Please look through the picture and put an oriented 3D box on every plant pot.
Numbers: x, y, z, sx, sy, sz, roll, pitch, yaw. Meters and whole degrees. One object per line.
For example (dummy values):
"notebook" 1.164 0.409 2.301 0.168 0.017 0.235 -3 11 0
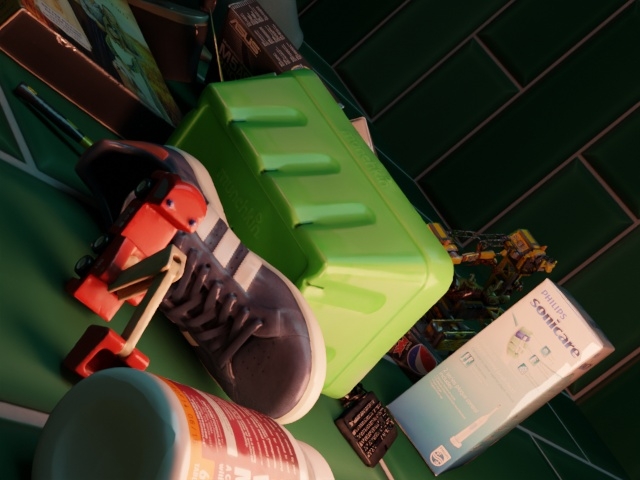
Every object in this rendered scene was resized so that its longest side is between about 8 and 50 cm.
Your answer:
"plant pot" -0.169 -0.490 2.175 0.255 0.271 0.272 61 4 -34

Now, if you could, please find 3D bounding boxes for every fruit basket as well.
"fruit basket" 0.000 0.000 1.296 0.392 0.283 0.392 31 29 -19

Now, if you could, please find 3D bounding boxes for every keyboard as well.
"keyboard" 0.063 0.221 1.323 0.100 0.038 0.192 51 11 6

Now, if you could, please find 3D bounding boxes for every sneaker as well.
"sneaker" -0.132 0.033 1.004 0.350 0.131 0.148 50 17 30
"sneaker" -0.280 -0.336 1.711 0.222 0.118 0.083 26 24 36

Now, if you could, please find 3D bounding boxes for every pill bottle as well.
"pill bottle" -0.083 0.170 0.728 0.221 0.121 0.121 33 20 -53

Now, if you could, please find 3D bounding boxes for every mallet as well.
"mallet" -0.260 -0.111 1.165 0.189 0.039 0.062 44 14 -11

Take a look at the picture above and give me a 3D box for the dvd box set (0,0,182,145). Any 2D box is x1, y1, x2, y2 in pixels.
"dvd box set" -0.343 -0.312 1.402 0.307 0.062 0.420 39 17 -45

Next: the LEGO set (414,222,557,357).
"LEGO set" 0.282 0.112 1.855 0.331 0.255 0.192 10 37 -40

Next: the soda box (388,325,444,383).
"soda box" 0.162 0.197 1.721 0.169 0.053 0.060 49 12 -2

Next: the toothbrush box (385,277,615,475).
"toothbrush box" 0.269 0.199 1.517 0.126 0.295 0.216 54 13 18

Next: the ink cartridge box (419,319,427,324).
"ink cartridge box" 0.160 0.109 2.003 0.207 0.046 0.097 50 13 -2

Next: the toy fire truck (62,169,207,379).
"toy fire truck" -0.153 0.028 0.872 0.047 0.192 0.135 44 -15 -31

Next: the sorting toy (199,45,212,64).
"sorting toy" -0.272 -0.377 1.903 0.132 0.046 0.274 53 12 15

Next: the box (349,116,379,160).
"box" 0.047 -0.087 1.777 0.232 0.127 0.149 59 18 -69

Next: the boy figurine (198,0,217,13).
"boy figurine" -0.298 -0.462 1.706 0.285 0.092 0.177 16 10 -21

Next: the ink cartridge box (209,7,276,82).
"ink cartridge box" -0.108 -0.236 1.670 0.189 0.097 0.255 -106 -175 -64

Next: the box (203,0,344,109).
"box" -0.090 -0.260 1.850 0.270 0.060 0.216 52 -32 14
